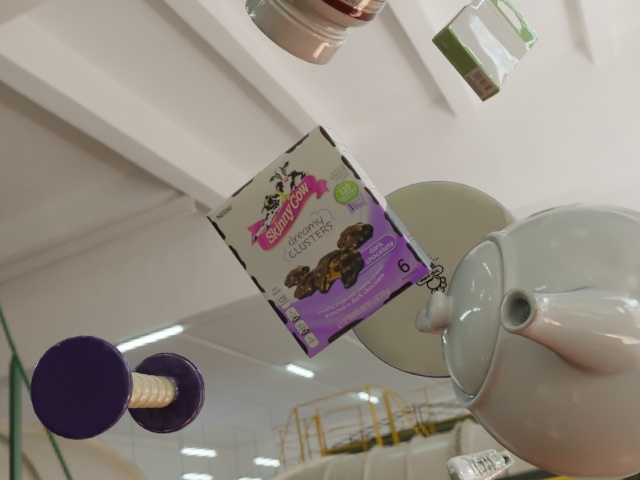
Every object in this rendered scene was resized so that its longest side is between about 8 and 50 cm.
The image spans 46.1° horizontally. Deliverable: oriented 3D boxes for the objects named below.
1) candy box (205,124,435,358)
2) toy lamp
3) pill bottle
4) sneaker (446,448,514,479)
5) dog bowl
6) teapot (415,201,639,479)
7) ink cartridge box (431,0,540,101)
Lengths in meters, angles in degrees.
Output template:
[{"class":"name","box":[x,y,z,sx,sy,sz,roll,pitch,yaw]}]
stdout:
[{"class":"candy box","box":[0.000,0.000,0.826,0.165,0.196,0.070,-38,-4,13]},{"class":"toy lamp","box":[-0.152,0.129,0.642,0.080,0.080,0.274,-11,-11,2]},{"class":"pill bottle","box":[0.052,-0.507,1.273,0.224,0.224,0.392,11,-49,-41]},{"class":"sneaker","box":[0.237,0.335,1.120,0.061,0.053,0.152,-37,-24,25]},{"class":"dog bowl","box":[0.162,0.055,1.027,0.265,0.264,0.104,-18,-13,16]},{"class":"teapot","box":[0.183,0.076,0.650,0.187,0.252,0.256,10,-52,-1]},{"class":"ink cartridge box","box":[0.350,-0.422,1.578,0.171,0.235,0.056,47,-38,-10]}]
